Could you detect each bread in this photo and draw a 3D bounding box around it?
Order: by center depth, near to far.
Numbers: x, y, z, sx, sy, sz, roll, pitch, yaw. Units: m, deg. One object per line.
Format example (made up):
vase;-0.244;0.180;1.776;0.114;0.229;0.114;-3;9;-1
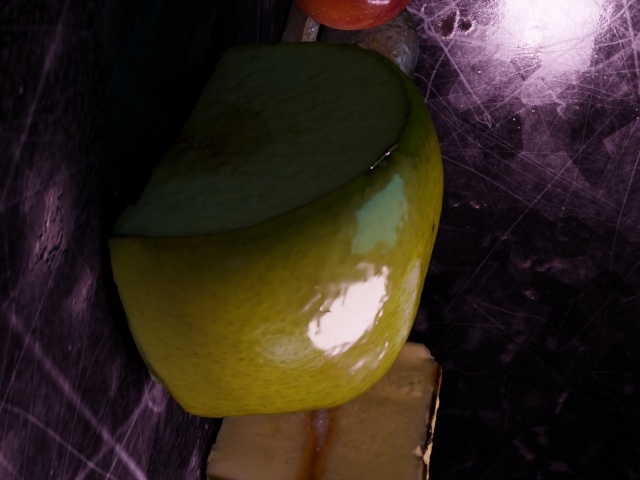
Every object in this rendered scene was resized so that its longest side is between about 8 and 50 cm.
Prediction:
bread;0.008;0.225;1.131;0.236;0.264;0.198;-56;152;-73
bread;-0.023;-0.258;1.205;0.112;0.036;0.192;91;10;-56

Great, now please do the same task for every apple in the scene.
apple;0.036;-0.351;1.095;0.201;0.162;0.201;-2;90;-79

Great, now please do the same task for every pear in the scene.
pear;-0.012;0.022;0.807;0.342;0.239;0.318;-73;161;-52

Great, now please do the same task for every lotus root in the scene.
lotus root;0.065;-0.244;1.442;0.175;0.175;0.349;81;20;-69
